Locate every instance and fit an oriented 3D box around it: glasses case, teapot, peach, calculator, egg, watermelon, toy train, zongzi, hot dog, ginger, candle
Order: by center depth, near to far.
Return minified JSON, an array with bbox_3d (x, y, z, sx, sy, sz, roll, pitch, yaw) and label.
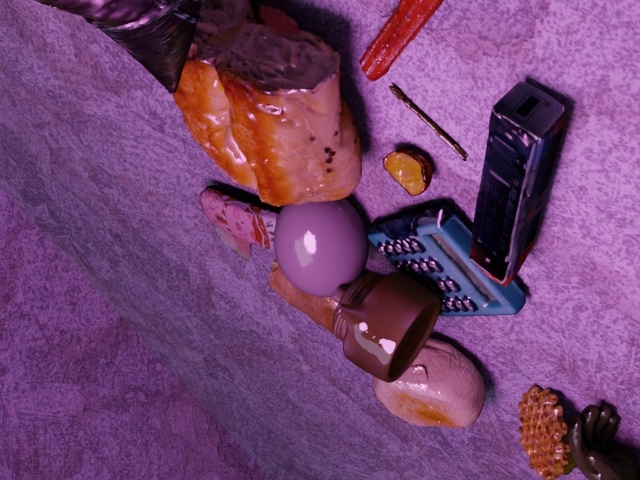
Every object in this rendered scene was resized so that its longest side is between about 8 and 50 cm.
[{"bbox_3d":[0.118,-0.302,1.526,0.329,0.048,0.051,136,125,-66],"label":"candle"},{"bbox_3d":[-0.221,-0.385,1.548,0.319,0.383,0.362,33,171,33],"label":"zongzi"},{"bbox_3d":[0.284,-0.070,1.637,0.086,0.089,0.409,36,157,21],"label":"toy train"},{"bbox_3d":[0.144,-0.114,1.811,0.083,0.050,0.077,8,118,36],"label":"peach"},{"bbox_3d":[-0.088,-0.217,1.813,0.367,0.196,0.365,33,154,29],"label":"hot dog"},{"bbox_3d":[0.212,0.041,1.979,0.248,0.058,0.274,48,156,-16],"label":"calculator"},{"bbox_3d":[0.104,0.137,2.025,0.175,0.186,0.267,33,-171,20],"label":"teapot"},{"bbox_3d":[0.000,0.000,2.074,0.176,0.176,0.232,23,142,33],"label":"egg"},{"bbox_3d":[0.057,0.119,2.325,0.236,0.166,0.375,12,-165,-31],"label":"ginger"},{"bbox_3d":[-0.148,-0.045,2.342,0.266,0.067,0.103,21,144,36],"label":"glasses case"},{"bbox_3d":[-0.189,-0.031,2.467,0.155,0.080,0.101,33,-169,10],"label":"watermelon"}]

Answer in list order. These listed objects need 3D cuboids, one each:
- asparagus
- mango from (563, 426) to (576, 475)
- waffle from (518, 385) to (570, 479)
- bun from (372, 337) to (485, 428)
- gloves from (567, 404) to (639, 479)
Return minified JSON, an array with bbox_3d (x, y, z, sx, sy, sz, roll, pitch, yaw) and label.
[{"bbox_3d":[0.165,-0.180,1.711,0.166,0.013,0.016,43,-162,-5],"label":"asparagus"},{"bbox_3d":[0.480,0.429,2.245,0.091,0.074,0.165,25,151,31],"label":"mango"},{"bbox_3d":[0.427,0.369,2.146,0.191,0.038,0.191,175,90,-77],"label":"waffle"},{"bbox_3d":[0.219,0.284,2.282,0.243,0.153,0.244,10,149,6],"label":"bun"},{"bbox_3d":[0.536,0.405,2.077,0.107,0.135,0.268,-28,120,20],"label":"gloves"}]
